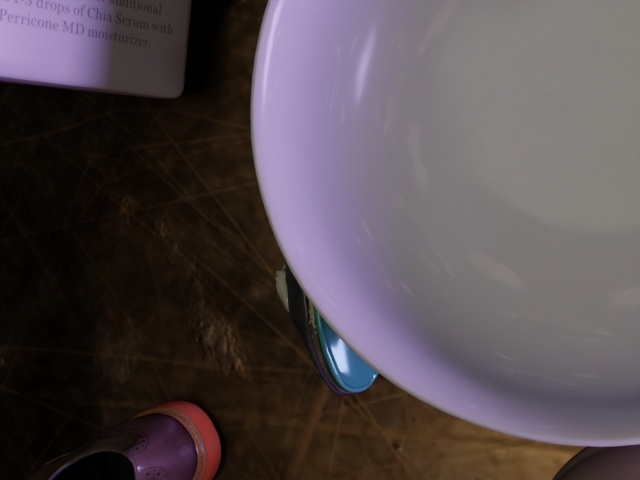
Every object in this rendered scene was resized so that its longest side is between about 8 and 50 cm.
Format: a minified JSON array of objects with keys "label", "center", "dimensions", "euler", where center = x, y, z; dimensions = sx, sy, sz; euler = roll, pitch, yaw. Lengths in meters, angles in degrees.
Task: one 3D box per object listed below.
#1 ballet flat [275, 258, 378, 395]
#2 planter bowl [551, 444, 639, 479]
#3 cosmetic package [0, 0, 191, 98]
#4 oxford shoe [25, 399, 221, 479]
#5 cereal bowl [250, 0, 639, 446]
[{"label":"ballet flat","center":[0.000,0.000,0.614],"dimensions":[0.074,0.074,0.203],"euler":[-4,98,27]},{"label":"planter bowl","center":[0.185,0.197,0.504],"dimensions":[0.162,0.109,0.162],"euler":[2,94,26]},{"label":"cosmetic package","center":[-0.202,-0.330,0.584],"dimensions":[0.161,0.230,0.454],"euler":[12,98,40]},{"label":"oxford shoe","center":[-0.201,0.211,0.704],"dimensions":[0.271,0.098,0.097],"euler":[-41,76,23]},{"label":"cereal bowl","center":[0.140,-0.071,0.492],"dimensions":[0.338,0.141,0.339],"euler":[2,95,26]}]
